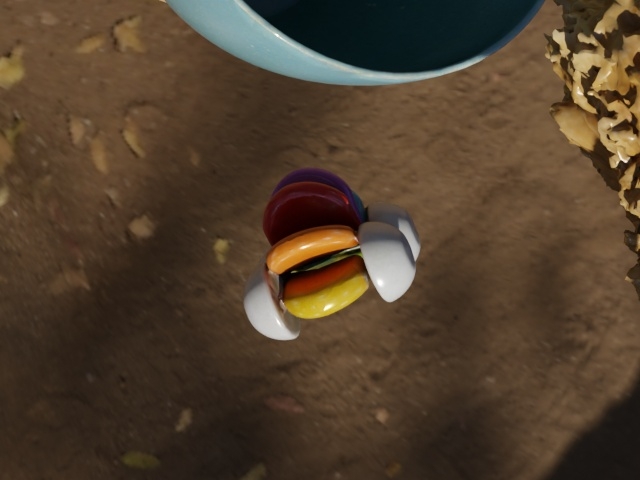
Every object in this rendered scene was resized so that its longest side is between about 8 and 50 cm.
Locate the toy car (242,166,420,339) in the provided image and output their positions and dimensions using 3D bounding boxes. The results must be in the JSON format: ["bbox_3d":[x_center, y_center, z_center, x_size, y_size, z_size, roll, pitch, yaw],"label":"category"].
[{"bbox_3d":[0.000,0.000,1.252,0.159,0.182,0.136,-22,101,13],"label":"toy car"}]

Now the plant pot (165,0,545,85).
[{"bbox_3d":[-0.013,-0.228,0.848,0.290,0.195,0.290,3,84,-29],"label":"plant pot"}]

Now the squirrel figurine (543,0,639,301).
[{"bbox_3d":[0.240,0.033,0.504,0.281,0.397,0.370,8,138,-31],"label":"squirrel figurine"}]

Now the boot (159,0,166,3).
[{"bbox_3d":[-0.069,-0.232,1.112,0.305,0.115,0.112,-1,100,-41],"label":"boot"}]
